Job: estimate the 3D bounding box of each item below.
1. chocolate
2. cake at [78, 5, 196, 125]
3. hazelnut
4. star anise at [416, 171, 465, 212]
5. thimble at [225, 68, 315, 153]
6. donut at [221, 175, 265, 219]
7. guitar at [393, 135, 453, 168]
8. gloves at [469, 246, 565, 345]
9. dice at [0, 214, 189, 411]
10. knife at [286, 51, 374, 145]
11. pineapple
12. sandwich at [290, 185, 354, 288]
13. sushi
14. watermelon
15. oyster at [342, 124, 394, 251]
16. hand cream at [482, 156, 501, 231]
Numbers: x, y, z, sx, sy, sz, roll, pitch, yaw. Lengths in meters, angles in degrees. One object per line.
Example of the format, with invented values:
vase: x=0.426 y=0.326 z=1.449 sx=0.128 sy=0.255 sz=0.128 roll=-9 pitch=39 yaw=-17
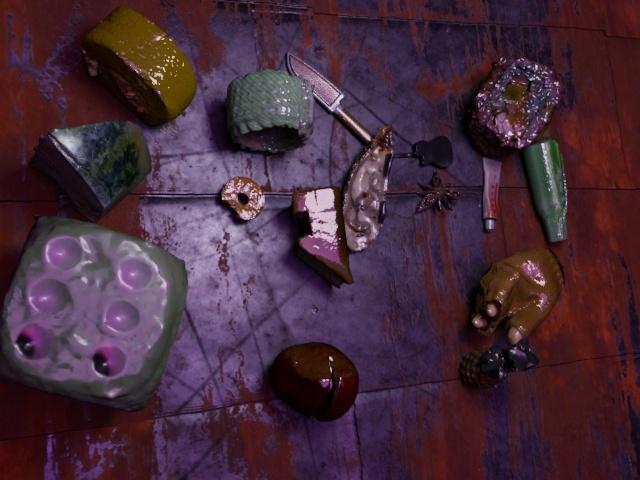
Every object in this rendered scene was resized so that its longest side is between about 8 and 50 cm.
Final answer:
chocolate: x=0.647 y=-0.139 z=2.046 sx=0.110 sy=0.110 sz=0.291 roll=-8 pitch=86 yaw=-23
cake: x=-0.404 y=-0.387 z=1.623 sx=0.260 sy=0.179 sz=0.156 roll=39 pitch=70 yaw=-10
hazelnut: x=-0.016 y=0.322 z=1.668 sx=0.204 sy=0.178 sz=0.177 roll=15 pitch=75 yaw=-13
star anise: x=0.303 y=-0.115 z=1.927 sx=0.129 sy=0.056 sz=0.124 roll=-41 pitch=72 yaw=-19
thimble: x=-0.113 y=-0.300 z=1.703 sx=0.219 sy=0.219 sz=0.150 roll=2 pitch=78 yaw=-22
donut: x=-0.185 y=-0.099 z=1.733 sx=0.097 sy=0.043 sz=0.108 roll=-38 pitch=94 yaw=-23
guitar: x=0.253 y=-0.233 z=1.942 sx=0.233 sy=0.025 sz=0.088 roll=-6 pitch=84 yaw=-23
gloves: x=0.509 y=0.144 z=1.905 sx=0.356 sy=0.155 sz=0.203 roll=-28 pitch=99 yaw=-39
dice: x=-0.457 y=0.150 z=1.423 sx=0.318 sy=0.330 sz=0.322 roll=19 pitch=72 yaw=-19
knife: x=0.034 y=-0.363 z=1.876 sx=0.343 sy=0.027 sz=0.061 roll=41 pitch=79 yaw=-7
pineapple: x=0.448 y=0.307 z=1.809 sx=0.111 sy=0.237 sz=0.119 roll=40 pitch=63 yaw=-4
sandwich: x=0.000 y=0.000 z=1.736 sx=0.128 sy=0.122 sz=0.235 roll=-8 pitch=81 yaw=-11
sushi: x=0.528 y=-0.353 z=1.982 sx=0.237 sy=0.171 sz=0.270 roll=29 pitch=76 yaw=3
watermelon: x=-0.490 y=-0.167 z=1.548 sx=0.232 sy=0.310 sz=0.193 roll=-41 pitch=98 yaw=15
oyster: x=0.123 y=-0.136 z=1.847 sx=0.129 sy=0.078 sz=0.344 roll=19 pitch=82 yaw=-18
hand cream: x=0.476 y=-0.128 z=2.012 sx=0.052 sy=0.038 sz=0.216 roll=24 pitch=66 yaw=-45
